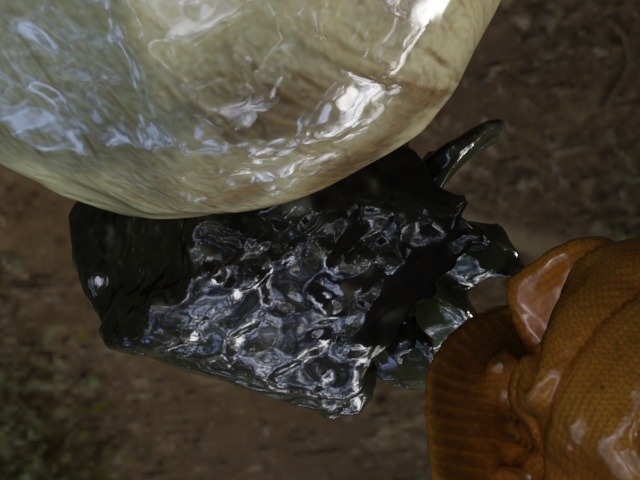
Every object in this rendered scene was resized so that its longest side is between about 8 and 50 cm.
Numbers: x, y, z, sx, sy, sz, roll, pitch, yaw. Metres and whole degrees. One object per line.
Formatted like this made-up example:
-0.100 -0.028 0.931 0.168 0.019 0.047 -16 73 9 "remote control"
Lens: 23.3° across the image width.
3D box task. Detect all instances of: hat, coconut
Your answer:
0.197 0.067 0.840 0.244 0.233 0.233 -24 155 -44 "hat"
-0.031 -0.103 0.484 0.224 0.224 0.224 -6 152 -3 "coconut"

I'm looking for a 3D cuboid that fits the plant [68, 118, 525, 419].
0.000 0.000 0.938 0.276 0.188 0.199 8 119 -38 "plant"
